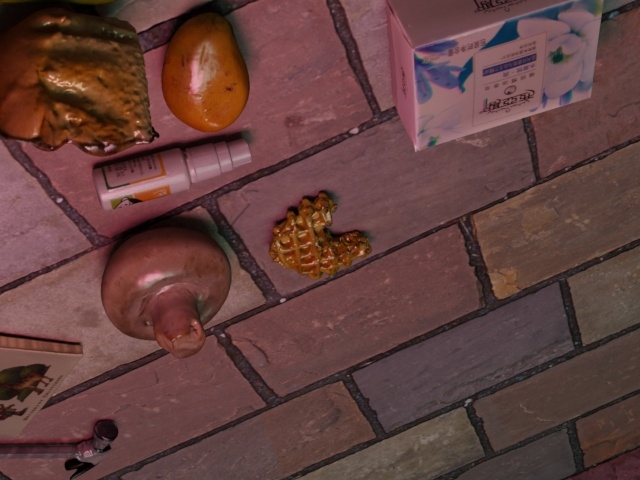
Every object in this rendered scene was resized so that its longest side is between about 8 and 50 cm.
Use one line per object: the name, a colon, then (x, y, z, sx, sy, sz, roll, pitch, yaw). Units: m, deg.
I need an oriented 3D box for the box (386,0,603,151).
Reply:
box: (0.236, -0.263, 1.551, 0.274, 0.116, 0.203, -17, 145, -7)

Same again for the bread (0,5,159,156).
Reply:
bread: (-0.287, -0.199, 1.287, 0.174, 0.252, 0.133, 0, 118, -25)

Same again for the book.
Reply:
book: (-0.601, 0.229, 1.812, 0.370, 0.043, 0.260, 13, 132, -39)

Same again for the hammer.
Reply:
hammer: (-0.578, 0.372, 2.010, 0.426, 0.044, 0.152, 8, 135, -33)

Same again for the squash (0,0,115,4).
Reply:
squash: (-0.310, -0.297, 1.273, 0.201, 0.066, 0.066, -5, 141, -12)

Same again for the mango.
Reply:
mango: (-0.150, -0.210, 1.444, 0.115, 0.089, 0.165, -22, 141, -2)

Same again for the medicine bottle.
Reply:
medicine bottle: (-0.207, -0.094, 1.596, 0.220, 0.061, 0.092, -16, 168, -8)

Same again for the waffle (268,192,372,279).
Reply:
waffle: (0.001, 0.003, 1.826, 0.149, 0.051, 0.194, -36, 141, 21)

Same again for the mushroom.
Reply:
mushroom: (-0.225, 0.087, 1.692, 0.204, 0.204, 0.204, -14, 143, -11)
